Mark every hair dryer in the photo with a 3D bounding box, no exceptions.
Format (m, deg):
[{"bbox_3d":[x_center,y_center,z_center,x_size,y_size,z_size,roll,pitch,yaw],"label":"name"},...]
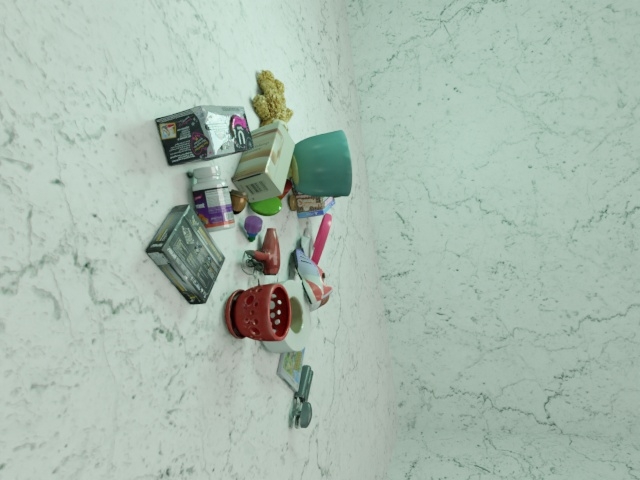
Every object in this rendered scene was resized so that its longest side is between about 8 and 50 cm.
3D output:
[{"bbox_3d":[-0.207,0.064,1.539,0.293,0.080,0.223,-79,167,-45],"label":"hair dryer"}]

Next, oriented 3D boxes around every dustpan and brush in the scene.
[{"bbox_3d":[-0.072,0.012,2.039,0.147,0.060,0.211,81,21,-46],"label":"dustpan and brush"}]

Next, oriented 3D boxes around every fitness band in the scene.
[{"bbox_3d":[0.000,0.000,2.073,0.209,0.054,0.290,-76,-176,-72],"label":"fitness band"}]

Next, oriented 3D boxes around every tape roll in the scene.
[{"bbox_3d":[-0.142,0.304,1.628,0.286,0.100,0.286,-12,90,-69],"label":"tape roll"}]

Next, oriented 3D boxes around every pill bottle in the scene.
[{"bbox_3d":[-0.331,-0.126,1.246,0.108,0.108,0.193,-29,111,-69],"label":"pill bottle"},{"bbox_3d":[-0.042,0.270,1.921,0.216,0.121,0.121,-7,90,-71],"label":"pill bottle"}]

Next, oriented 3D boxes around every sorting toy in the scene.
[{"bbox_3d":[-0.218,-0.119,1.631,0.365,0.127,0.126,-69,176,-48],"label":"sorting toy"}]

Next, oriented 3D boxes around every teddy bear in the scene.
[{"bbox_3d":[-0.198,-0.579,1.774,0.245,0.113,0.338,52,36,-53],"label":"teddy bear"}]

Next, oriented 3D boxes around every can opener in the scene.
[{"bbox_3d":[-0.060,0.681,1.777,0.283,0.095,0.076,-74,152,-47],"label":"can opener"}]

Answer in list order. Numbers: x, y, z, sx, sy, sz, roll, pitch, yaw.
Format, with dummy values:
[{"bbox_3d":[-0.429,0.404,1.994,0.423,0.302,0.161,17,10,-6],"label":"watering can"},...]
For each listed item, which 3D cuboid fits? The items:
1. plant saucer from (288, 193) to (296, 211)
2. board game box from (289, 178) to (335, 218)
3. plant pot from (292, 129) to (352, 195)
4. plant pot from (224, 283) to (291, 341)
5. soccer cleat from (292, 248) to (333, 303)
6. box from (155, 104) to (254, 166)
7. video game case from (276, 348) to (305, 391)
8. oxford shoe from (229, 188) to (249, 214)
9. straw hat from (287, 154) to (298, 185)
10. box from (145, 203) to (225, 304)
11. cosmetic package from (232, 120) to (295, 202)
[{"bbox_3d":[-0.137,-0.180,1.957,0.083,0.015,0.083,-6,90,-71],"label":"plant saucer"},{"bbox_3d":[-0.043,-0.289,2.070,0.232,0.141,0.291,-50,130,-64],"label":"board game box"},{"bbox_3d":[-0.010,-0.323,1.785,0.293,0.235,0.293,172,-90,-81],"label":"plant pot"},{"bbox_3d":[-0.209,0.245,1.371,0.191,0.174,0.191,-7,90,-70],"label":"plant pot"},{"bbox_3d":[-0.042,0.146,1.828,0.318,0.116,0.108,-116,-175,-47],"label":"soccer cleat"},{"bbox_3d":[-0.332,-0.315,1.218,0.247,0.163,0.142,-46,125,-65],"label":"box"},{"bbox_3d":[-0.122,0.515,1.763,0.193,0.023,0.212,64,27,-45],"label":"video game case"},{"bbox_3d":[-0.286,-0.124,1.370,0.212,0.076,0.076,-169,-86,-80],"label":"oxford shoe"},{"bbox_3d":[-0.136,-0.286,1.664,0.144,0.061,0.144,168,-90,-78],"label":"straw hat"},{"bbox_3d":[-0.371,0.041,1.156,0.183,0.056,0.231,-78,154,-44],"label":"box"},{"bbox_3d":[-0.212,-0.304,1.568,0.129,0.153,0.296,54,33,-42],"label":"cosmetic package"}]
